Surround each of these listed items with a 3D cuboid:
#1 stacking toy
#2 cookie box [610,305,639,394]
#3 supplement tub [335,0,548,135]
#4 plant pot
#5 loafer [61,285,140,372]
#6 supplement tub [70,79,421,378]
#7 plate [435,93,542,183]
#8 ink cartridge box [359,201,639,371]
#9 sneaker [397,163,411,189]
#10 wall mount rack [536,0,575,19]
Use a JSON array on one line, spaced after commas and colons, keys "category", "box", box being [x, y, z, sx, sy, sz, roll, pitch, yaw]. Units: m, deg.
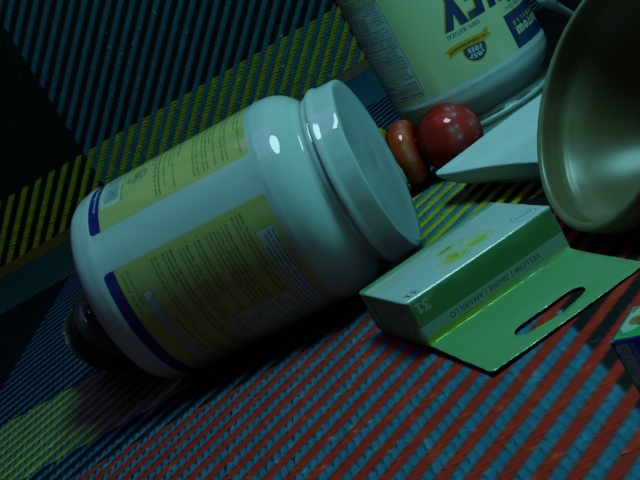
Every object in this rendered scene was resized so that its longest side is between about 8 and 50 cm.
[{"category": "stacking toy", "box": [0.063, -0.094, 1.567, 0.330, 0.141, 0.141, -18, 17, 18]}, {"category": "cookie box", "box": [0.233, 0.073, 0.648, 0.107, 0.092, 0.040, -17, 21, 44]}, {"category": "supplement tub", "box": [0.171, -0.305, 1.625, 0.235, 0.325, 0.235, -29, 14, 8]}, {"category": "plant pot", "box": [0.299, -0.119, 1.047, 0.110, 0.237, 0.237, 8, 4, -17]}, {"category": "loafer", "box": [-0.258, 0.117, 1.505, 0.130, 0.134, 0.366, -56, 2, 6]}, {"category": "supplement tub", "box": [-0.080, -0.013, 1.293, 0.331, 0.241, 0.241, -26, 14, 15]}, {"category": "plate", "box": [0.310, -0.140, 1.346, 0.278, 0.045, 0.277, -37, 15, -24]}, {"category": "ink cartridge box", "box": [0.153, 0.034, 1.042, 0.171, 0.056, 0.235, -33, 12, -14]}, {"category": "sneaker", "box": [0.000, 0.000, 1.455, 0.281, 0.105, 0.115, -30, -20, 16]}, {"category": "wall mount rack", "box": [0.479, -0.390, 1.701, 0.350, 0.130, 0.304, -21, 17, 37]}]
